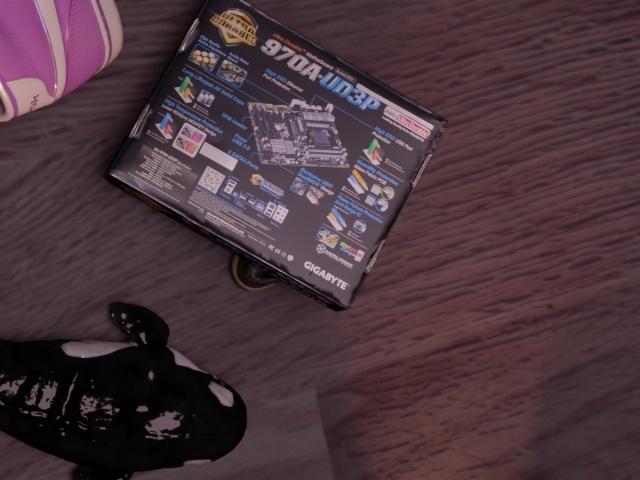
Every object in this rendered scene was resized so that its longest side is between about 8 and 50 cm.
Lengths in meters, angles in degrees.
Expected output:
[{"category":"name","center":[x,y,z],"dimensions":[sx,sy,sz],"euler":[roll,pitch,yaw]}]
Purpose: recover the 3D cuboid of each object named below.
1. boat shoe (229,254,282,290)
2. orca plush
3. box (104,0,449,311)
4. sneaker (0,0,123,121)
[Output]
[{"category":"boat shoe","center":[0.000,0.000,1.405],"dimensions":[0.152,0.049,0.056],"euler":[-31,106,-14]},{"category":"orca plush","center":[-0.179,0.113,1.321],"dimensions":[0.287,0.102,0.151],"euler":[33,83,-20]},{"category":"box","center":[-0.034,-0.071,1.352],"dimensions":[0.220,0.051,0.175],"euler":[29,80,-6]},{"category":"sneaker","center":[-0.259,-0.221,1.228],"dimensions":[0.161,0.102,0.282],"euler":[-40,109,-41]}]
